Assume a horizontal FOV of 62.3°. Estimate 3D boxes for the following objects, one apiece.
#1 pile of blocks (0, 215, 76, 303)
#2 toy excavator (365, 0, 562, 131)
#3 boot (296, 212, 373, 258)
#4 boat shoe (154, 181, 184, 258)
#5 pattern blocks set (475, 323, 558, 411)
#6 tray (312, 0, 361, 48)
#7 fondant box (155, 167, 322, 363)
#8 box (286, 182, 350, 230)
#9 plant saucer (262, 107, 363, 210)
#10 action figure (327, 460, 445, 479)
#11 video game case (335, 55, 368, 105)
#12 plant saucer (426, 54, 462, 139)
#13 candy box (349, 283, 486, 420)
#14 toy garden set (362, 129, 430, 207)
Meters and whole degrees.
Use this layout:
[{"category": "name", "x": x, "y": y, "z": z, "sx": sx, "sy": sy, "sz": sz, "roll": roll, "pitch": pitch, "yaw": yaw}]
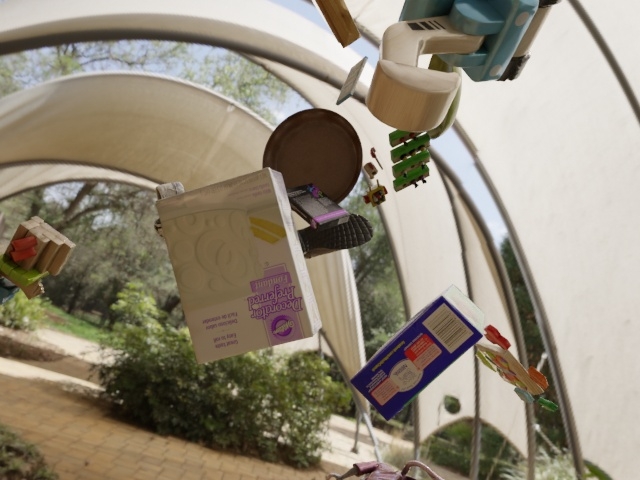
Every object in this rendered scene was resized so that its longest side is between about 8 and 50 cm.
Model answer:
[{"category": "pile of blocks", "x": -0.701, "y": 0.088, "z": 1.129, "sx": 0.149, "sy": 0.362, "sz": 0.112, "roll": 60, "pitch": 14, "yaw": -10}, {"category": "toy excavator", "x": 0.227, "y": -0.383, "z": 0.950, "sx": 0.445, "sy": 0.433, "sz": 0.222, "roll": -13, "pitch": -32, "yaw": -19}, {"category": "boot", "x": 0.000, "y": 0.000, "z": 1.735, "sx": 0.338, "sy": 0.118, "sz": 0.223, "roll": -9, "pitch": -8, "yaw": 1}, {"category": "boat shoe", "x": -0.452, "y": -0.048, "z": 1.574, "sx": 0.084, "sy": 0.258, "sz": 0.095, "roll": -11, "pitch": 23, "yaw": -33}, {"category": "pattern blocks set", "x": 0.529, "y": 0.359, "z": 1.500, "sx": 0.325, "sy": 0.026, "sz": 0.285, "roll": 46, "pitch": -12, "yaw": -1}, {"category": "tray", "x": -0.014, "y": -0.743, "z": 1.499, "sx": 0.076, "sy": 0.202, "sz": 0.411, "roll": -31, "pitch": -22, "yaw": 12}, {"category": "fondant box", "x": -0.157, "y": 0.049, "z": 1.039, "sx": 0.238, "sy": 0.330, "sz": 0.096, "roll": -15, "pitch": 0, "yaw": 9}, {"category": "box", "x": -0.017, "y": -0.091, "z": 1.397, "sx": 0.116, "sy": 0.029, "sz": 0.162, "roll": -18, "pitch": 50, "yaw": -40}, {"category": "plant saucer", "x": -0.021, "y": -0.229, "z": 1.550, "sx": 0.311, "sy": 0.310, "sz": 0.050, "roll": 15, "pitch": 0, "yaw": 19}, {"category": "action figure", "x": 0.200, "y": 0.762, "z": 1.685, "sx": 0.248, "sy": 0.275, "sz": 0.370, "roll": 42, "pitch": -8, "yaw": 4}, {"category": "video game case", "x": 0.114, "y": -0.581, "z": 1.934, "sx": 0.015, "sy": 0.166, "sz": 0.119, "roll": 27, "pitch": -15, "yaw": -19}, {"category": "plant saucer", "x": 0.312, "y": -0.378, "z": 1.349, "sx": 0.037, "sy": 0.240, "sz": 0.241, "roll": 2, "pitch": -11, "yaw": -6}, {"category": "candy box", "x": 0.230, "y": 0.234, "z": 1.186, "sx": 0.122, "sy": 0.268, "sz": 0.317, "roll": 47, "pitch": 13, "yaw": 11}, {"category": "toy garden set", "x": 0.201, "y": -0.189, "z": 1.388, "sx": 0.049, "sy": 0.204, "sz": 0.244, "roll": 61, "pitch": -4, "yaw": 30}]
